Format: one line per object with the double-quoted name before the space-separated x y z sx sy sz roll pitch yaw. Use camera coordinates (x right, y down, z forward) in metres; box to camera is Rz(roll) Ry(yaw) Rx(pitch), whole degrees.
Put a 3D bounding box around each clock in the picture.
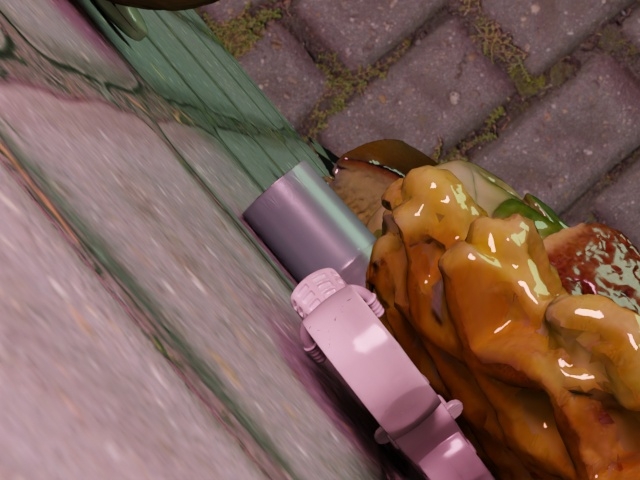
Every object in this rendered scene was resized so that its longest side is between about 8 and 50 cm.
"clock" 0.033 0.066 0.657 0.129 0.041 0.087 53 -2 -37

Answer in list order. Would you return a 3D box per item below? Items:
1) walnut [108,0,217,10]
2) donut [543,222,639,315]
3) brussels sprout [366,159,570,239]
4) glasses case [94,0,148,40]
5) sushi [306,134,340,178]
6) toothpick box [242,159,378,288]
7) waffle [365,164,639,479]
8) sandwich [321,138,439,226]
"walnut" -0.114 -0.272 0.883 0.283 0.283 0.227 48 45 -30
"donut" 0.187 0.117 0.851 0.151 0.112 0.295 37 -20 43
"brussels sprout" 0.122 0.056 1.042 0.223 0.161 0.223 31 25 -16
"glasses case" -0.151 -0.175 1.055 0.083 0.021 0.032 51 2 17
"sushi" 0.137 0.096 1.389 0.343 0.064 0.359 32 20 -42
"toothpick box" 0.000 0.000 0.867 0.083 0.052 0.052 49 4 1
"waffle" 0.122 0.112 0.702 0.302 0.068 0.325 50 -10 18
"sandwich" 0.079 -0.005 1.205 0.258 0.094 0.096 35 22 -32
